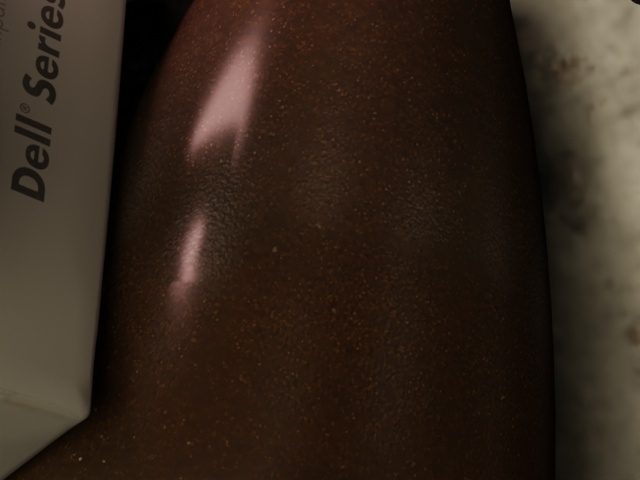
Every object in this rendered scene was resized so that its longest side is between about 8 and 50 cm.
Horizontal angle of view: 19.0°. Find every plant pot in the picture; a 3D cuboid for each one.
[{"bbox_3d":[0.000,0.000,0.729,0.215,0.215,0.230,7,81,19],"label":"plant pot"}]

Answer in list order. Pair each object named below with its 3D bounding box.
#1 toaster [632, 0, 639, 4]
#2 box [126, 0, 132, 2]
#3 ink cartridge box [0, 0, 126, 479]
[{"bbox_3d":[0.180,-0.152,0.658,0.129,0.227,0.146,21,81,17],"label":"toaster"},{"bbox_3d":[-0.167,-0.158,0.813,0.311,0.121,0.148,-13,86,19],"label":"box"},{"bbox_3d":[-0.176,0.002,0.705,0.353,0.119,0.207,-37,42,44],"label":"ink cartridge box"}]
